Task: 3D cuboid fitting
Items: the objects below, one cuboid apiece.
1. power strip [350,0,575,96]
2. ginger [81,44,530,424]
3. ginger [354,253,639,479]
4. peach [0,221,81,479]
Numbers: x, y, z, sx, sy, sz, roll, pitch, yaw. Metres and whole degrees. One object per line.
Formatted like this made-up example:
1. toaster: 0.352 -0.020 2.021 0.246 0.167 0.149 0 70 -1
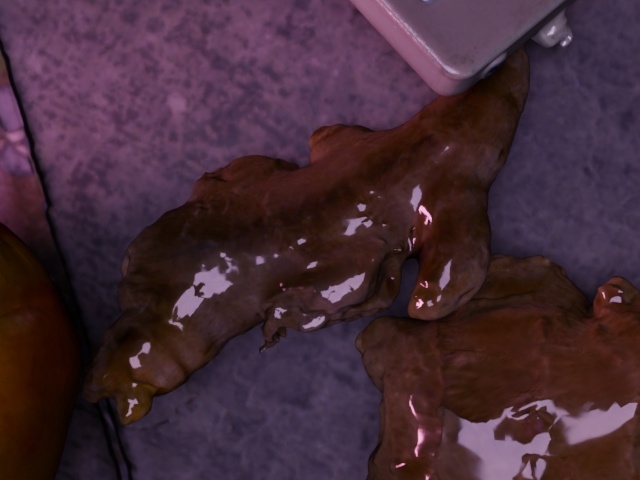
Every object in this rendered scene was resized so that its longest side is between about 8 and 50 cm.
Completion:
1. power strip: 0.040 -0.204 0.806 0.118 0.046 0.270 -39 82 -17
2. ginger: -0.002 0.001 0.823 0.333 0.080 0.166 -24 64 2
3. ginger: 0.152 0.097 0.802 0.270 0.123 0.219 -26 72 2
4. peach: -0.298 0.107 0.773 0.308 0.308 0.332 50 139 2
